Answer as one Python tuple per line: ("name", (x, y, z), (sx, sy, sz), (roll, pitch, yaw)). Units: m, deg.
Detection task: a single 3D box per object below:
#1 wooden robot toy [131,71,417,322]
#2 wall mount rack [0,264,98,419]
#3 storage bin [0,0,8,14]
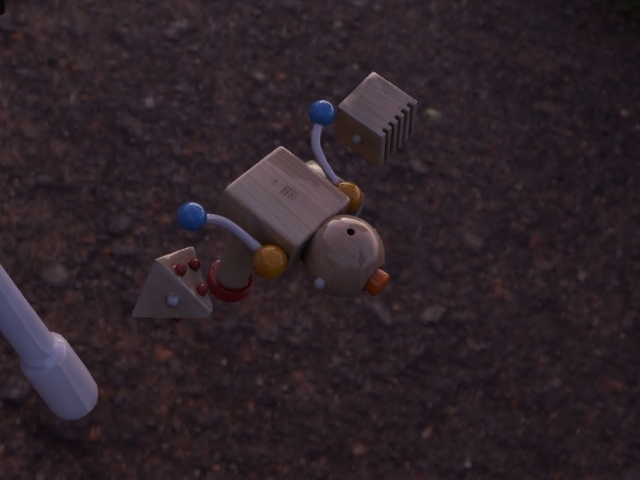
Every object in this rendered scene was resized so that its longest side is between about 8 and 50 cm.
("wooden robot toy", (0.000, 0.000, 0.592), (0.079, 0.076, 0.173), (34, 50, 17))
("wall mount rack", (-0.229, -0.012, 0.364), (0.350, 0.131, 0.304), (10, 6, 25))
("storage bin", (-0.211, -0.193, 0.695), (0.122, 0.180, 0.084), (19, 82, -11))
